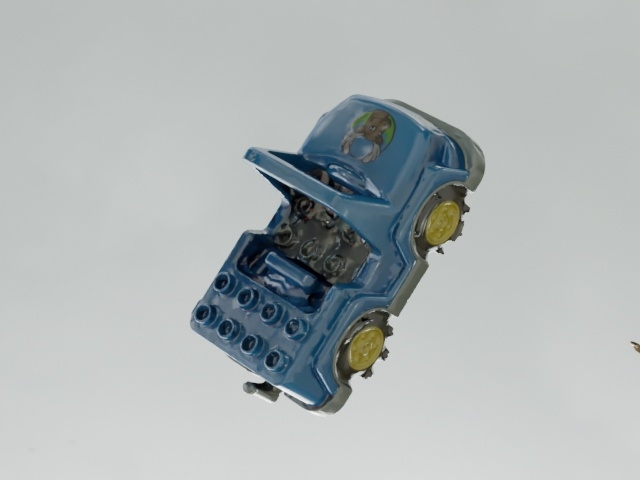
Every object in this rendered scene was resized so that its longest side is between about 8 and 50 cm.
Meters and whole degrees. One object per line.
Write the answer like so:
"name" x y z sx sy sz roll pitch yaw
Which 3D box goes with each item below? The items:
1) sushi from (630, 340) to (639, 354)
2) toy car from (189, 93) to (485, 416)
"sushi" 0.249 0.065 1.272 0.118 0.062 0.060 -29 -68 -69
"toy car" 0.000 0.000 1.026 0.191 0.097 0.100 -58 -40 -2
